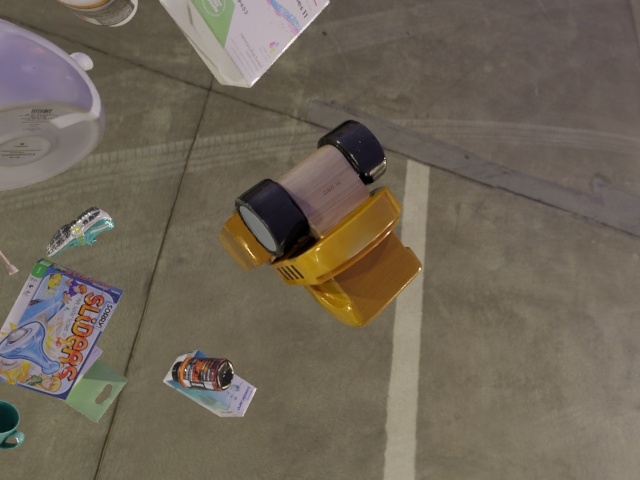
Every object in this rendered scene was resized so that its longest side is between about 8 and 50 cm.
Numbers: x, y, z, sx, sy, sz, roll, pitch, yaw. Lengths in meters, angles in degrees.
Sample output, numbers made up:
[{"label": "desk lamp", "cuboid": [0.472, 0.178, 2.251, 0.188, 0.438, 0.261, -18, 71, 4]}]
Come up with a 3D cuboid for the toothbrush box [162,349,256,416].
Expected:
[{"label": "toothbrush box", "cuboid": [-0.438, 0.573, 1.721, 0.295, 0.216, 0.126, 40, 52, -17]}]

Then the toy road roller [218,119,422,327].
[{"label": "toy road roller", "cuboid": [0.000, 0.000, 0.666, 0.202, 0.329, 0.240, -39, 97, -20]}]

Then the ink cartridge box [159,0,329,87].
[{"label": "ink cartridge box", "cuboid": [-0.119, -0.511, 0.882, 0.353, 0.119, 0.207, -54, 136, -16]}]

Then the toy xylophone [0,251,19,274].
[{"label": "toy xylophone", "cuboid": [-1.111, 0.081, 1.334, 0.236, 0.081, 0.322, -41, 107, -23]}]

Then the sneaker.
[{"label": "sneaker", "cuboid": [-0.925, -0.013, 1.669, 0.275, 0.110, 0.107, -33, 48, 0]}]

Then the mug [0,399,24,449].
[{"label": "mug", "cuboid": [-0.969, 0.558, 1.271, 0.158, 0.129, 0.097, 43, 98, 27]}]

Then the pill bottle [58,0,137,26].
[{"label": "pill bottle", "cuboid": [-0.464, -0.533, 0.880, 0.162, 0.278, 0.162, -3, 105, -13]}]

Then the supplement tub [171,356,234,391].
[{"label": "supplement tub", "cuboid": [-0.393, 0.438, 1.432, 0.106, 0.198, 0.106, -5, 90, -66]}]

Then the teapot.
[{"label": "teapot", "cuboid": [-0.428, -0.191, 0.554, 0.252, 0.256, 0.187, -29, 87, -10]}]

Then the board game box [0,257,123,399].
[{"label": "board game box", "cuboid": [-0.437, 0.147, 0.714, 0.136, 0.035, 0.201, 27, 91, -20]}]

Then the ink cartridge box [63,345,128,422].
[{"label": "ink cartridge box", "cuboid": [-0.702, 0.397, 1.283, 0.235, 0.056, 0.171, 38, 31, -11]}]
